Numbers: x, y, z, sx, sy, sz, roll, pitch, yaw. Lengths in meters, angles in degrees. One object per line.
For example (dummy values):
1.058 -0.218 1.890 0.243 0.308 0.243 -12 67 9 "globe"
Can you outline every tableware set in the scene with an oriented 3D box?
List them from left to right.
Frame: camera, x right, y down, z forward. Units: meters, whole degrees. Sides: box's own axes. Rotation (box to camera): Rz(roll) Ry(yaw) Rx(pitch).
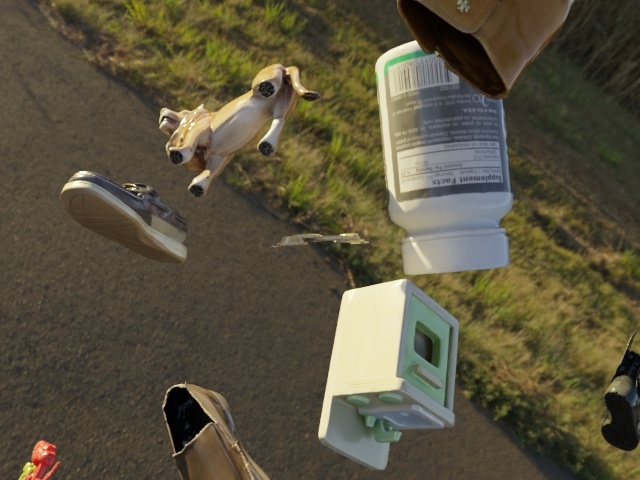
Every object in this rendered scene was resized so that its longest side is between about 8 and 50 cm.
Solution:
0.000 0.000 1.193 0.141 0.168 0.020 -8 96 -65 "tableware set"

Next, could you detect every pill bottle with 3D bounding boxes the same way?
0.205 -0.130 1.105 0.204 0.204 0.361 -3 87 -46 "pill bottle"

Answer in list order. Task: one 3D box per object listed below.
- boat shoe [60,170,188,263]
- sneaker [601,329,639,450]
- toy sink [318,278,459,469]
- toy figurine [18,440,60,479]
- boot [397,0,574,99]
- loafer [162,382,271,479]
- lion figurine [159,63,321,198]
-0.296 -0.046 1.063 0.285 0.103 0.092 46 47 -59 "boat shoe"
0.412 0.202 0.893 0.051 0.170 0.089 18 55 37 "sneaker"
0.109 0.199 0.980 0.153 0.131 0.234 39 51 -36 "toy sink"
-0.454 0.292 0.786 0.217 0.362 0.191 29 70 -16 "toy figurine"
0.127 -0.295 0.629 0.295 0.104 0.211 45 67 -13 "boot"
-0.184 0.375 1.100 0.130 0.134 0.366 48 -1 -43 "loafer"
-0.142 -0.220 1.214 0.142 0.392 0.240 56 29 -25 "lion figurine"
